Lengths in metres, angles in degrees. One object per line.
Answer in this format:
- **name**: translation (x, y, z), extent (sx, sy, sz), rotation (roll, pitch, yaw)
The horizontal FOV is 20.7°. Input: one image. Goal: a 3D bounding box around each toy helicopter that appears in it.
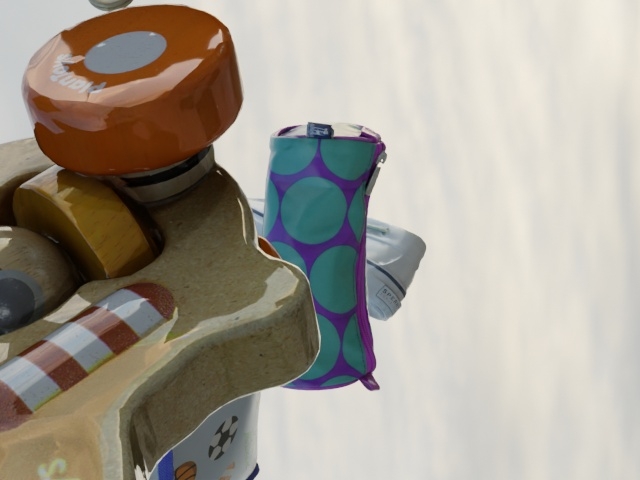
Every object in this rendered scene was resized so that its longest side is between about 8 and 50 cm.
- **toy helicopter**: translation (-0.109, 0.069, 0.593), extent (0.355, 0.235, 0.140), rotation (-112, 8, -54)

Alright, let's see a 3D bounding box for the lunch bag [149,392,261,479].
- **lunch bag**: translation (-0.215, 0.197, 1.634), extent (0.385, 0.239, 0.328), rotation (-44, -28, -41)

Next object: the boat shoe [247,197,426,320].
- **boat shoe**: translation (0.000, 0.000, 1.446), extent (0.076, 0.226, 0.083), rotation (-51, -43, -15)

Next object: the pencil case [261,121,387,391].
- **pencil case**: translation (0.002, 0.008, 0.999), extent (0.064, 0.070, 0.152), rotation (-9, -79, -69)

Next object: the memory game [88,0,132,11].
- **memory game**: translation (-0.142, -0.240, 1.251), extent (0.012, 0.186, 0.186), rotation (84, -162, -61)
